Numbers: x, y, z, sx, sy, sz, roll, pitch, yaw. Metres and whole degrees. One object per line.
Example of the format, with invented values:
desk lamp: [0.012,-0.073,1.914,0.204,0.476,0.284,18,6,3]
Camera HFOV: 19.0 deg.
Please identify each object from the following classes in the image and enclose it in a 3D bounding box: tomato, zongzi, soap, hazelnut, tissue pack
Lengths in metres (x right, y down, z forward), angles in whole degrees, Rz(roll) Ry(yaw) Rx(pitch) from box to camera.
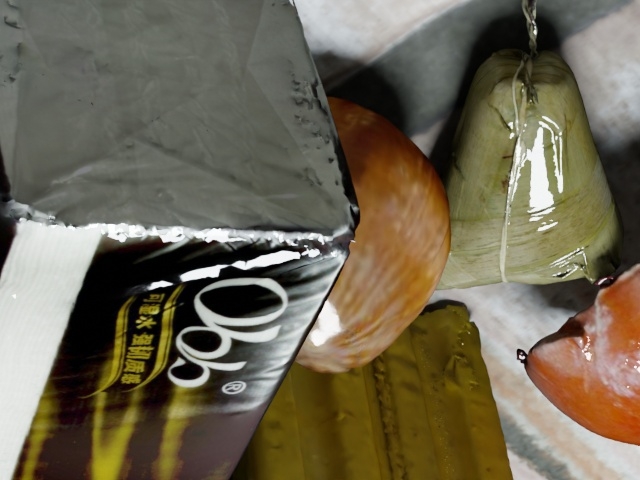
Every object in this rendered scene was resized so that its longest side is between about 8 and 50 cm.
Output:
tomato: [0.251,0.067,1.216,0.228,0.112,0.199,-22,161,-15]
zongzi: [0.079,-0.045,1.162,0.178,0.081,0.189,-9,129,20]
soap: [0.022,0.170,1.178,0.204,0.324,0.096,17,133,-25]
hazelnut: [0.000,0.000,1.125,0.150,0.150,0.150,-7,136,-7]
tissue pack: [-0.138,0.029,1.036,0.198,0.210,0.370,-3,145,-25]
